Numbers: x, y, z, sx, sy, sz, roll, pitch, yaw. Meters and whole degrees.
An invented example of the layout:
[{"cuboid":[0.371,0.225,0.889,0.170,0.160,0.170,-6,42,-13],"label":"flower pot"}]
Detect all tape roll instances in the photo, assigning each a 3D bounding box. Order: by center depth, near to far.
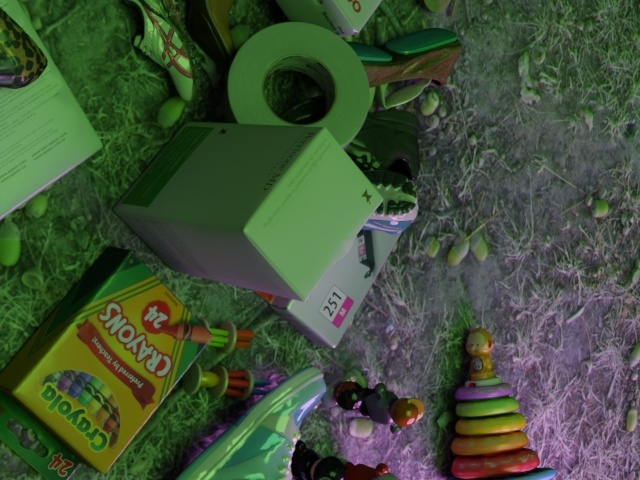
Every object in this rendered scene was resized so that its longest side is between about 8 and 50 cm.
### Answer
[{"cuboid":[-0.038,-0.219,1.884,0.219,0.072,0.219,2,77,-10],"label":"tape roll"}]

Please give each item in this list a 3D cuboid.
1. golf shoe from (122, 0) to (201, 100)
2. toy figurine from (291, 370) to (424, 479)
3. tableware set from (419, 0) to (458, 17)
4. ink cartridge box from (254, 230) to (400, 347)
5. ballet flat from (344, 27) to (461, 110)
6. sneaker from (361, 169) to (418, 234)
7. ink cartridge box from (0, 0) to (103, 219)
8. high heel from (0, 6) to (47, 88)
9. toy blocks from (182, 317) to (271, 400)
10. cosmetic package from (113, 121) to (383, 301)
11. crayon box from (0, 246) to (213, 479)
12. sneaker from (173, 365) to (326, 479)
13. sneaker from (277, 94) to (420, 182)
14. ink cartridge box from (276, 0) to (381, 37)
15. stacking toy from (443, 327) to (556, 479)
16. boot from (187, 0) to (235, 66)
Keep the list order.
[{"cuboid":[-0.235,-0.293,1.848,0.086,0.067,0.186,-20,108,-6],"label":"golf shoe"},{"cuboid":[0.054,0.330,2.058,0.213,0.148,0.210,26,79,-35],"label":"toy figurine"},{"cuboid":[0.209,-0.498,2.166,0.128,0.039,0.194,12,93,-48],"label":"tableware set"},{"cuboid":[0.000,0.000,2.045,0.239,0.060,0.275,42,70,-33],"label":"ink cartridge box"},{"cuboid":[0.098,-0.280,2.075,0.342,0.116,0.124,-15,122,-38],"label":"ballet flat"},{"cuboid":[0.017,-0.058,1.976,0.275,0.110,0.107,11,60,0],"label":"sneaker"},{"cuboid":[-0.504,-0.176,1.650,0.324,0.071,0.330,-39,112,-27],"label":"ink cartridge box"},{"cuboid":[-0.449,-0.326,1.608,0.186,0.093,0.261,-7,88,-53],"label":"high heel"},{"cuboid":[-0.139,0.192,1.962,0.148,0.054,0.123,12,87,-37],"label":"toy blocks"},{"cuboid":[-0.111,-0.051,1.766,0.155,0.365,0.197,49,66,-29],"label":"cosmetic package"},{"cuboid":[-0.328,0.193,1.806,0.202,0.081,0.318,49,67,-29],"label":"crayon box"},{"cuboid":[-0.067,0.363,1.937,0.319,0.127,0.208,-42,83,-15],"label":"sneaker"},{"cuboid":[0.052,-0.156,2.006,0.286,0.109,0.130,5,65,-29],"label":"sneaker"},{"cuboid":[0.028,-0.483,1.949,0.211,0.121,0.289,53,53,-28],"label":"ink cartridge box"},{"cuboid":[0.307,0.310,2.259,0.165,0.175,0.302,-3,85,-39],"label":"stacking toy"},{"cuboid":[-0.142,-0.383,1.897,0.152,0.073,0.197,-41,119,-31],"label":"boot"}]
